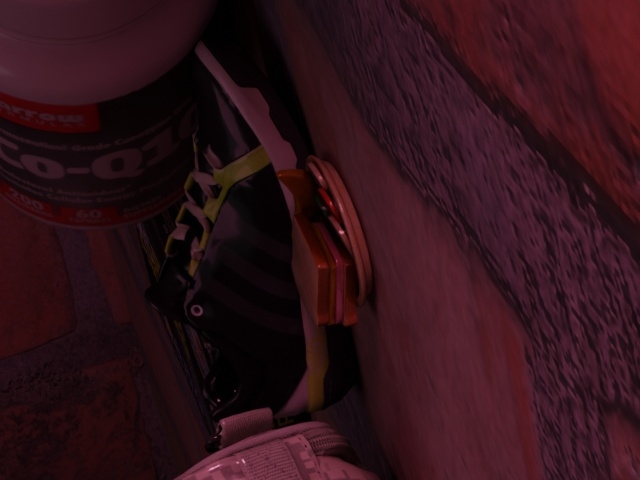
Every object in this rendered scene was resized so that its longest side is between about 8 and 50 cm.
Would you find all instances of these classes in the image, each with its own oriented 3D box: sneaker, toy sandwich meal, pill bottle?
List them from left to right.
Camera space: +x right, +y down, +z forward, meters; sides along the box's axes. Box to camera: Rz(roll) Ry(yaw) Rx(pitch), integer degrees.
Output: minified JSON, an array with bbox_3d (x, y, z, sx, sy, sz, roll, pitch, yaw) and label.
[{"bbox_3d":[-0.132,-0.125,1.018,0.283,0.161,0.161,97,153,-70],"label":"pill bottle"},{"bbox_3d":[-0.047,0.009,0.981,0.084,0.097,0.234,-126,19,-60],"label":"sneaker"},{"bbox_3d":[0.000,0.000,0.900,0.085,0.029,0.085,161,90,-81],"label":"toy sandwich meal"}]

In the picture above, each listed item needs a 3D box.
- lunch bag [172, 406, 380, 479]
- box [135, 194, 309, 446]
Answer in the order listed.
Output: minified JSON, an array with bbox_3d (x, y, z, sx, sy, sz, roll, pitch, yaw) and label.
[{"bbox_3d":[-0.013,0.266,0.954,0.305,0.213,0.256,65,152,20],"label":"lunch bag"},{"bbox_3d":[-0.078,0.053,1.370,0.216,0.060,0.270,80,167,-45],"label":"box"}]
